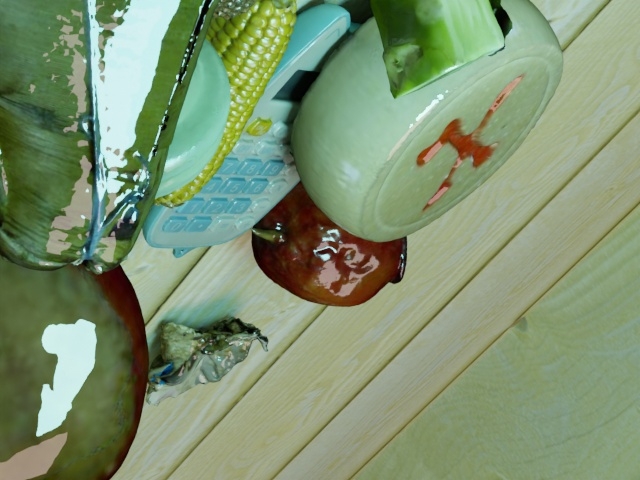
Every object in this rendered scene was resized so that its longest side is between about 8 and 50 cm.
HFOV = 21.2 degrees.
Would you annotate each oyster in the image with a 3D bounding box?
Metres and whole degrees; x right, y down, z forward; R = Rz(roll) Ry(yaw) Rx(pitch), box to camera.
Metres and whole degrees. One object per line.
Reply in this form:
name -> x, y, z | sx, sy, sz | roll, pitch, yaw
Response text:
oyster -> -0.184, 0.173, 2.507 | 0.214, 0.083, 0.223 | -9, 154, -49

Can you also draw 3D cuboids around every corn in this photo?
corn -> -0.113, -0.152, 1.750 | 0.106, 0.106, 0.305 | -17, 152, -46

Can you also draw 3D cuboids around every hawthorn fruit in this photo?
hawthorn fruit -> 0.000, 0.000, 2.223 | 0.251, 0.189, 0.189 | -7, 148, -49

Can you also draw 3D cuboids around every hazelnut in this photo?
hazelnut -> -0.367, 0.139, 1.658 | 0.409, 0.359, 0.359 | -23, 160, -12

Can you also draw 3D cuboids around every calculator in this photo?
calculator -> -0.058, -0.120, 1.959 | 0.386, 0.054, 0.256 | -51, 158, 21

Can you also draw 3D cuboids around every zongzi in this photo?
zongzi -> -0.252, -0.147, 1.183 | 0.360, 0.160, 0.323 | 10, 105, -32

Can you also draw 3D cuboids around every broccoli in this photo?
broccoli -> 0.018, -0.282, 1.266 | 0.252, 0.362, 0.221 | -1, 179, 17

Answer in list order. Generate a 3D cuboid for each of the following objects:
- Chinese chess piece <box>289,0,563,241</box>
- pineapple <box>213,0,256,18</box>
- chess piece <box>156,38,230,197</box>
Chinese chess piece -> 0.121, -0.151, 1.947 | 0.338, 0.140, 0.338 | -37, 160, -16
pineapple -> -0.103, -0.256, 1.552 | 0.074, 0.074, 0.159 | -36, 160, 3
chess piece -> -0.173, -0.188, 1.442 | 0.194, 0.194, 0.299 | -29, 152, -20
